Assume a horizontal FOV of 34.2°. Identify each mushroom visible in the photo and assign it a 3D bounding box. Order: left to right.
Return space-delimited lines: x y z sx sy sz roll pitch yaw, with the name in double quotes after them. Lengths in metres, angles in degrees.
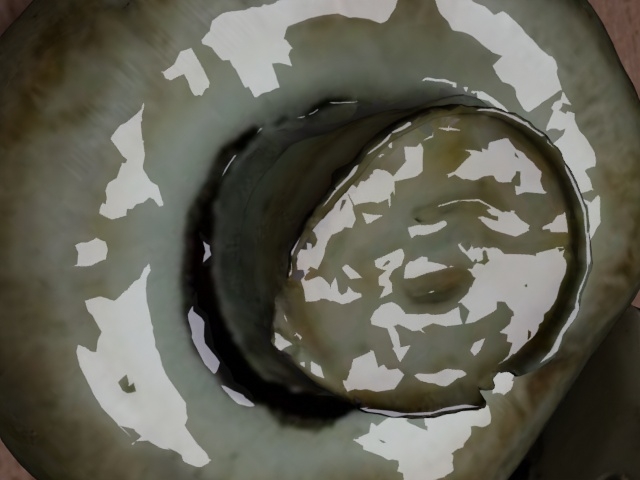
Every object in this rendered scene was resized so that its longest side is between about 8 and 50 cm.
0.000 0.000 0.508 0.352 0.260 0.352 -3 101 -18 "mushroom"

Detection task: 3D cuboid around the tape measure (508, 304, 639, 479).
0.116 0.154 0.653 0.133 0.231 0.271 38 123 -18 "tape measure"
